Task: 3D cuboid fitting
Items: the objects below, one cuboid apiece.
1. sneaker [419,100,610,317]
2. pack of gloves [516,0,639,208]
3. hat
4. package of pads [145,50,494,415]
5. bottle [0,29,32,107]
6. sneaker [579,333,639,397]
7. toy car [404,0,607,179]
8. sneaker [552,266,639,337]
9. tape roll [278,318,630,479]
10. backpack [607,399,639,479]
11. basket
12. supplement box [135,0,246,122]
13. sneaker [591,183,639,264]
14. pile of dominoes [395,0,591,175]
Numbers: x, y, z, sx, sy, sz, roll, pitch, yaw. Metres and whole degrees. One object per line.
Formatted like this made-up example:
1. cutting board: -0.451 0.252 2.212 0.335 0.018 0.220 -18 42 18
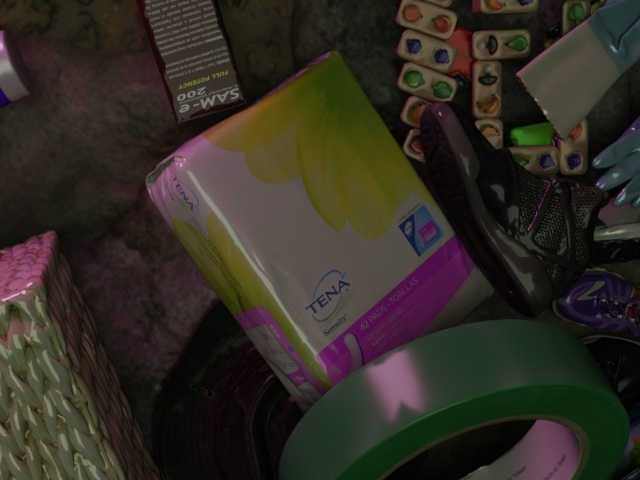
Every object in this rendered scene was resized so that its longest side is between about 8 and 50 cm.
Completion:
1. sneaker: 0.192 -0.052 1.033 0.130 0.087 0.227 -34 94 -15
2. pack of gloves: 0.319 -0.160 1.065 0.232 0.046 0.195 -43 105 -13
3. hat: -0.020 0.207 1.098 0.331 0.134 0.331 -1 101 -6
4. package of pads: 0.000 0.000 1.015 0.229 0.101 0.296 -37 96 -31
5. bottle: -0.421 -0.121 1.012 0.283 0.092 0.118 -22 103 -1
6. sneaker: 0.270 0.152 1.121 0.217 0.121 0.079 1 102 -6
7. toy car: 0.209 -0.137 1.093 0.239 0.053 0.224 -9 102 -3
8. sneaker: 0.334 0.074 1.138 0.170 0.071 0.068 12 100 -7
9. tape roll: 0.123 0.206 0.984 0.321 0.077 0.321 -14 139 -12
10. backpack: 0.419 0.282 1.116 0.356 0.273 0.290 -37 95 -10
11. basket: -0.311 0.197 0.962 0.267 0.328 0.331 -21 102 -8
12. supplement box: -0.138 -0.237 0.999 0.073 0.130 0.239 -18 101 -1
13. sneaker: 0.358 -0.044 1.116 0.272 0.100 0.108 -15 77 1
14. pile of dominoes: 0.172 -0.182 1.032 0.196 0.040 0.251 -3 101 -5
